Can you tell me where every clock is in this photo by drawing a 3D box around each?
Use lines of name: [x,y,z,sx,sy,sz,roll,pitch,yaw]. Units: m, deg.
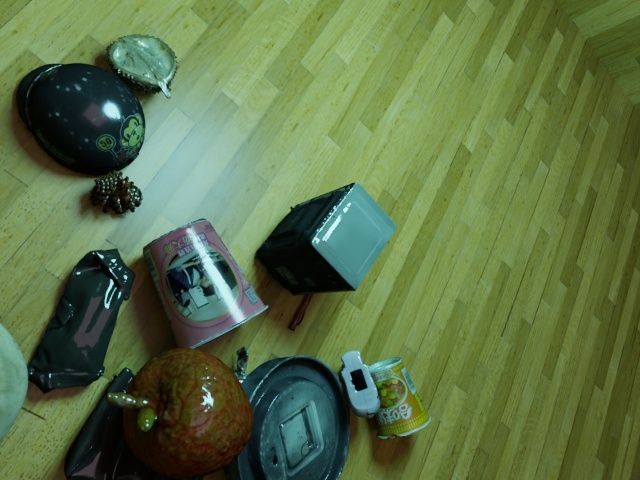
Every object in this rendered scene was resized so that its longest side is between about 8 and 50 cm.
clock: [0.104,0.393,1.401,0.080,0.117,0.176,-17,67,-4]
clock: [-0.072,0.471,1.261,0.386,0.076,0.386,11,75,-47]

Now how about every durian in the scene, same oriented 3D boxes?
durian: [-0.412,-0.397,1.230,0.148,0.091,0.188,-37,80,-30]

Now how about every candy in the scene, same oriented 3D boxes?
candy: [-0.199,0.403,1.247,0.059,0.086,0.292,12,75,-40]

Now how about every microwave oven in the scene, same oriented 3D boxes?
microwave oven: [0.000,0.000,1.309,0.181,0.295,0.237,47,62,-18]

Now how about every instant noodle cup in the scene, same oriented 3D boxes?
instant noodle cup: [0.202,0.436,1.461,0.168,0.168,0.185,-16,83,-33]
instant noodle cup: [-0.272,0.096,1.180,0.244,0.244,0.255,-25,88,-32]

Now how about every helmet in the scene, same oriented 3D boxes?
helmet: [-0.502,-0.281,1.120,0.279,0.160,0.230,45,64,-20]

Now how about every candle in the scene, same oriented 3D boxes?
candle: [-0.040,0.170,1.420,0.026,0.021,0.167,29,67,-3]

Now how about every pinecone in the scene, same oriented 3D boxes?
pinecone: [-0.452,-0.107,1.161,0.109,0.102,0.102,2,81,-53]

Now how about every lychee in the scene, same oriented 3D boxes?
lychee: [-0.264,0.329,1.008,0.300,0.255,0.255,48,58,-48]

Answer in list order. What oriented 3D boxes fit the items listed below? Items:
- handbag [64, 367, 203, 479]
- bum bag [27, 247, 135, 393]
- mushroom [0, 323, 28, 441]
handbag: [-0.367,0.437,1.126,0.285,0.113,0.257,33,58,-22]
bum bag: [-0.493,0.169,1.107,0.142,0.080,0.326,24,74,-19]
mushroom: [-0.666,0.285,0.882,0.315,0.315,0.356,-19,59,-33]
